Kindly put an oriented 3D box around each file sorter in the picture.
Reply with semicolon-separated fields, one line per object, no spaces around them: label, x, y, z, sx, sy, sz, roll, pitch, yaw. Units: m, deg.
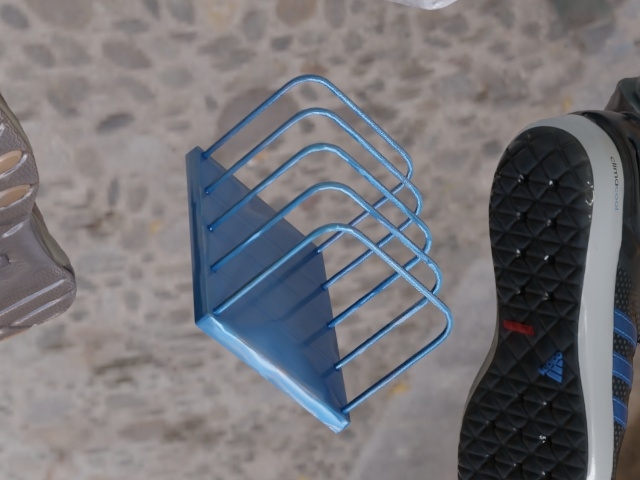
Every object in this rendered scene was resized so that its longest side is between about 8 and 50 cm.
file sorter;0.000;0.000;0.962;0.104;0.170;0.118;-38;121;19

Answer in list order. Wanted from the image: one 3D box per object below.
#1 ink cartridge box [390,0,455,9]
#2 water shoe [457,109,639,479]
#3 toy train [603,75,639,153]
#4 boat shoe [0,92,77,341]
ink cartridge box;0.055;-0.229;0.675;0.197;0.270;0.198;-29;104;-3
water shoe;0.111;0.047;0.679;0.080;0.073;0.203;-13;115;-42
toy train;0.312;-0.121;1.121;0.190;0.142;0.334;-5;136;-36
boat shoe;-0.221;-0.042;0.920;0.123;0.116;0.324;-18;157;-10
